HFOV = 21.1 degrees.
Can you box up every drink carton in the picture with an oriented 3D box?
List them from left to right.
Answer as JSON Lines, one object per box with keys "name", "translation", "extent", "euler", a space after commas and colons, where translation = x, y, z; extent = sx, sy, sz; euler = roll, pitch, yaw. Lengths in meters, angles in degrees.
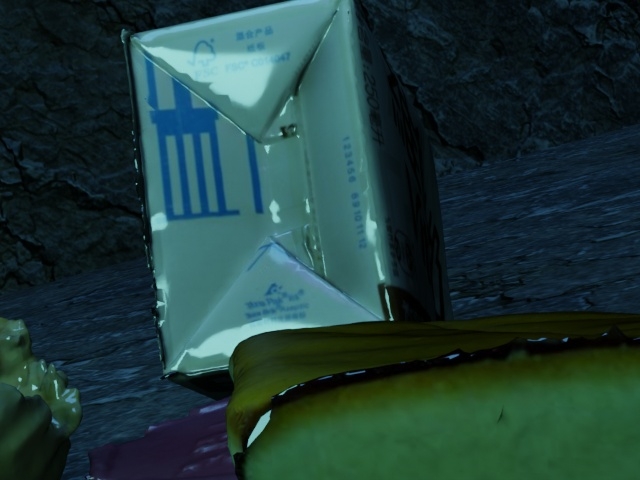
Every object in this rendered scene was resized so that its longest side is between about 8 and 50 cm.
{"name": "drink carton", "translation": [0.000, 0.000, 1.009], "extent": [0.132, 0.194, 0.324], "euler": [-9, -13, 9]}

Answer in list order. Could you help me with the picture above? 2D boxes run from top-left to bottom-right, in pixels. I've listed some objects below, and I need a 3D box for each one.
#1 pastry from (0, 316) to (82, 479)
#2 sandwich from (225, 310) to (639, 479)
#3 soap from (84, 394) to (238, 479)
{"name": "pastry", "translation": [-0.242, 0.147, 0.814], "extent": [0.256, 0.170, 0.237], "euler": [-4, 30, 33]}
{"name": "sandwich", "translation": [0.088, 0.096, 0.518], "extent": [0.227, 0.155, 0.198], "euler": [-3, 1, -2]}
{"name": "soap", "translation": [0.019, 0.122, 0.778], "extent": [0.250, 0.099, 0.162], "euler": [-13, 13, 3]}
